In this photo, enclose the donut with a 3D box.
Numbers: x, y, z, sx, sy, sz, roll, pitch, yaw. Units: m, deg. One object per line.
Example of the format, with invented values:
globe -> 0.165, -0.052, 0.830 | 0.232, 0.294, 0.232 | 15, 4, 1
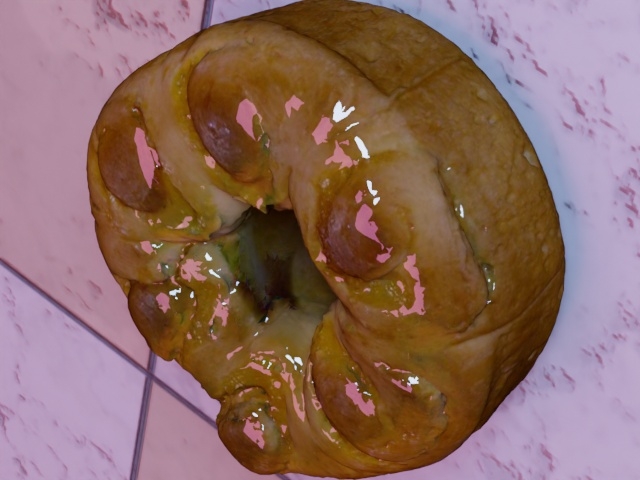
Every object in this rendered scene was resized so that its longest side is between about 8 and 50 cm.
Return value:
donut -> 0.002, 0.001, 0.882 | 0.227, 0.114, 0.226 | 24, 129, 33
